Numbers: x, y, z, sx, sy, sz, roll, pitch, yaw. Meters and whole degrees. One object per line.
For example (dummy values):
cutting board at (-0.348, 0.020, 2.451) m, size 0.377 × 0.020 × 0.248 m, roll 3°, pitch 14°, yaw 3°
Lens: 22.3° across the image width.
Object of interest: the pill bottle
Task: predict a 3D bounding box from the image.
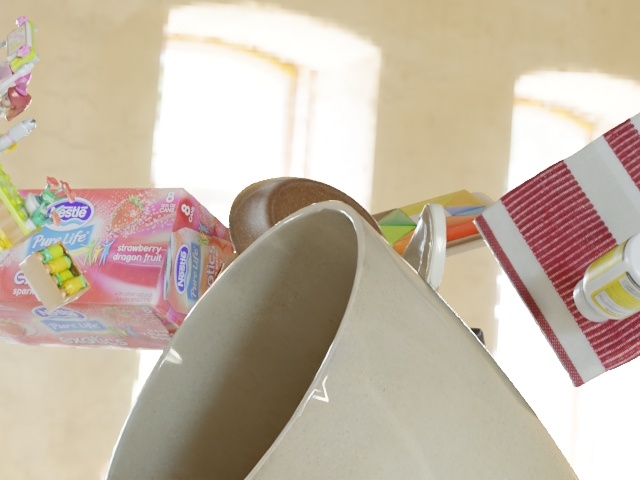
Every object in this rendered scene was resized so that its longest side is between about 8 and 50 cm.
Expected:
pill bottle at (0.294, 0.038, 1.565) m, size 0.065 × 0.065 × 0.116 m, roll 6°, pitch -23°, yaw -23°

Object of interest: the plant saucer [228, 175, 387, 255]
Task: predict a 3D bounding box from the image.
plant saucer at (0.000, 0.000, 1.697) m, size 0.198 × 0.199 × 0.036 m, roll 7°, pitch -44°, yaw -32°

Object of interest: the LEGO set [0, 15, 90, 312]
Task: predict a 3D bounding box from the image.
LEGO set at (-0.248, -0.087, 1.355) m, size 0.107 × 0.287 × 0.132 m, roll -34°, pitch -36°, yaw 9°

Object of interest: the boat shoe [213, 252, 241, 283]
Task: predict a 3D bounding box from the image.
boat shoe at (-0.065, 0.107, 1.454) m, size 0.073 × 0.207 × 0.073 m, roll 29°, pitch -38°, yaw -25°

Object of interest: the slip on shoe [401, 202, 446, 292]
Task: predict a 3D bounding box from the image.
slip on shoe at (0.071, 0.035, 1.304) m, size 0.041 × 0.135 × 0.051 m, roll 9°, pitch 14°, yaw -8°

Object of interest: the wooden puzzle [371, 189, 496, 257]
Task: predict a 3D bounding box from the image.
wooden puzzle at (0.157, -0.021, 2.262) m, size 0.238 × 0.044 × 0.221 m, roll -11°, pitch 17°, yaw -9°

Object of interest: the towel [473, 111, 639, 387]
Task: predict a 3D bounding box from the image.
towel at (0.354, -0.018, 1.702) m, size 0.329 × 0.237 × 0.037 m, roll -31°, pitch -30°, yaw 5°

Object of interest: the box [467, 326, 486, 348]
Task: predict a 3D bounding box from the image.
box at (0.000, 0.245, 1.974) m, size 0.343 × 0.179 × 0.312 m, roll 5°, pitch 33°, yaw 30°

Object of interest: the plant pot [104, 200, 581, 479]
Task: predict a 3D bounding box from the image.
plant pot at (0.043, 0.157, 1.038) m, size 0.274 × 0.256 × 0.256 m, roll 37°, pitch -18°, yaw -21°

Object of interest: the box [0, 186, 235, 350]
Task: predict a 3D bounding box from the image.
box at (-0.268, 0.032, 1.898) m, size 0.300 × 0.154 × 0.142 m, roll 1°, pitch -26°, yaw 28°
